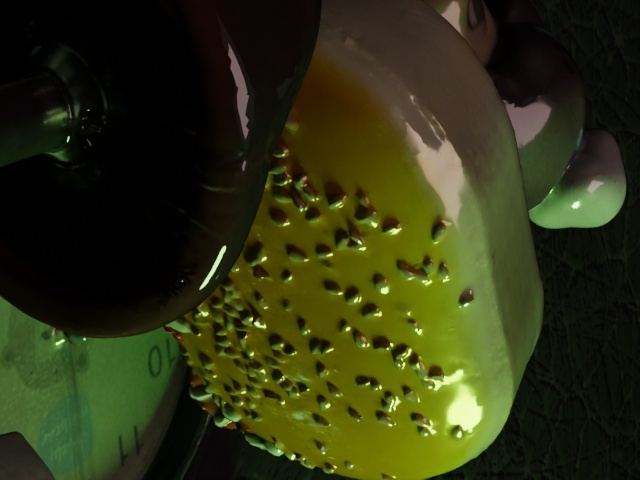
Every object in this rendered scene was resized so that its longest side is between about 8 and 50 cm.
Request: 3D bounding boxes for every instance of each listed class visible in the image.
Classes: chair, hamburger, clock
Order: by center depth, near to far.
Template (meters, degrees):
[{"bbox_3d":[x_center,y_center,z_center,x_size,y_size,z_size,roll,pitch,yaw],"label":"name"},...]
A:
[{"bbox_3d":[-0.176,-0.029,0.651,0.401,0.227,0.226,-27,120,-49],"label":"chair"},{"bbox_3d":[0.000,0.000,0.882,0.151,0.227,0.295,-38,128,-35],"label":"hamburger"},{"bbox_3d":[-0.142,0.051,0.933,0.281,0.055,0.280,-19,113,-57],"label":"clock"}]

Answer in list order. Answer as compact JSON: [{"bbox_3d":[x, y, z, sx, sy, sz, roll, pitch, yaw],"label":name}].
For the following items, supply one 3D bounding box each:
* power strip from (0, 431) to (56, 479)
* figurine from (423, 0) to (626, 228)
[{"bbox_3d":[-0.204,0.163,0.693,0.052,0.272,0.078,55,25,11],"label":"power strip"},{"bbox_3d":[0.048,-0.169,1.076,0.206,0.218,0.365,-23,116,-26],"label":"figurine"}]
